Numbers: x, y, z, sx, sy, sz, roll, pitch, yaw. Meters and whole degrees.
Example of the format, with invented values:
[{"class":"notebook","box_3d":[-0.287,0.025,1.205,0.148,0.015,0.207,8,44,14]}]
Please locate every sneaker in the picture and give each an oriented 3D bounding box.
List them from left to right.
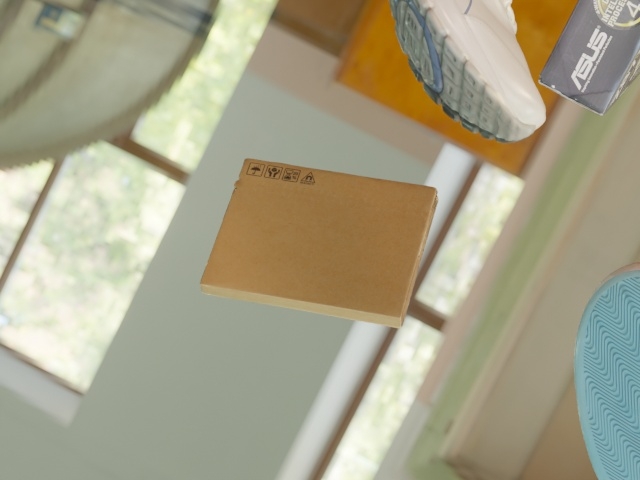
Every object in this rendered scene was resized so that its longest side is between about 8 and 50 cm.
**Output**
[{"class":"sneaker","box_3d":[0.102,-0.212,1.305,0.111,0.129,0.297,102,144,-72]},{"class":"sneaker","box_3d":[0.287,0.145,1.144,0.208,0.127,0.319,-25,-91,-58]}]

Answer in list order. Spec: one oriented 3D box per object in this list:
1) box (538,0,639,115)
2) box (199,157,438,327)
[{"class":"box","box_3d":[0.400,-0.358,1.949,0.097,0.395,0.318,29,-151,8]},{"class":"box","box_3d":[0.000,0.000,1.707,0.201,0.164,0.021,10,145,12]}]
